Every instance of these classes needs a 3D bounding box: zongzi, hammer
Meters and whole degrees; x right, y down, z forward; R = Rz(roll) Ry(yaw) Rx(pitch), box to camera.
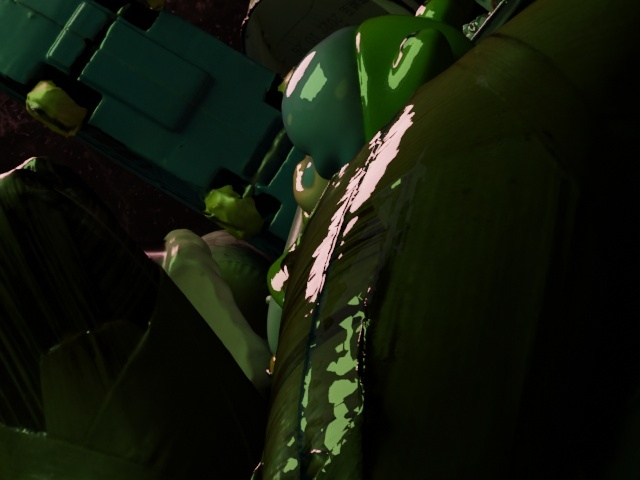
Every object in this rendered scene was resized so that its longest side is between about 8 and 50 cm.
[{"bbox_3d":[0.091,-0.011,0.583,0.289,0.123,0.260,-48,15,26],"label":"zongzi"},{"bbox_3d":[-0.186,0.057,1.424,0.202,0.305,0.113,-107,15,-82],"label":"hammer"},{"bbox_3d":[-0.142,0.127,0.867,0.154,0.289,0.317,-32,20,17],"label":"zongzi"}]

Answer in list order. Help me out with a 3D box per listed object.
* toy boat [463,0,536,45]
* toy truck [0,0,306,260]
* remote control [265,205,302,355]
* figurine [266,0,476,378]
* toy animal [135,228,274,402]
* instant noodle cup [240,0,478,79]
[{"bbox_3d":[0.139,-0.192,1.208,0.140,0.066,0.059,-50,6,33],"label":"toy boat"},{"bbox_3d":[-0.119,-0.115,1.350,0.161,0.385,0.162,-59,-7,-8],"label":"toy truck"},{"bbox_3d":[0.000,0.000,1.171,0.244,0.047,0.087,-74,-11,-46],"label":"remote control"},{"bbox_3d":[0.033,-0.027,0.969,0.162,0.143,0.263,-55,-15,-65],"label":"figurine"},{"bbox_3d":[-0.135,0.105,1.221,0.208,0.204,0.156,-36,-3,10],"label":"toy animal"},{"bbox_3d":[0.053,-0.278,1.446,0.284,0.284,0.312,-47,20,49],"label":"instant noodle cup"}]
